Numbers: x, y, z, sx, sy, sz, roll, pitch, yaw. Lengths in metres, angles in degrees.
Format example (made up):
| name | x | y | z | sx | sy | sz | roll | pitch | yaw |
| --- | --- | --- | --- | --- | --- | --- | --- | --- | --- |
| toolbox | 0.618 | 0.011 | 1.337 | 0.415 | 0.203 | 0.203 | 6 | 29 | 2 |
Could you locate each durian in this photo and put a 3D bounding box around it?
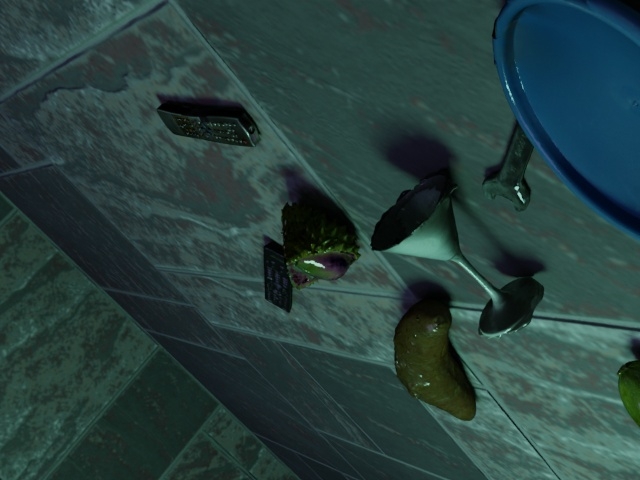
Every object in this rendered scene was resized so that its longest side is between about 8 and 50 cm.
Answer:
| name | x | y | z | sx | sy | sz | roll | pitch | yaw |
| --- | --- | --- | --- | --- | --- | --- | --- | --- | --- |
| durian | 0.004 | 0.001 | 1.153 | 0.108 | 0.119 | 0.186 | -3 | 163 | 4 |

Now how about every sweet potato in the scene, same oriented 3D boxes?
| name | x | y | z | sx | sy | sz | roll | pitch | yaw |
| --- | --- | --- | --- | --- | --- | --- | --- | --- | --- |
| sweet potato | 0.167 | 0.193 | 1.231 | 0.114 | 0.092 | 0.341 | 8 | 146 | 25 |

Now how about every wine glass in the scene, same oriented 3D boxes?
| name | x | y | z | sx | sy | sz | roll | pitch | yaw |
| --- | --- | --- | --- | --- | --- | --- | --- | --- | --- |
| wine glass | 0.157 | 0.025 | 0.901 | 0.183 | 0.122 | 0.122 | 44 | 158 | -15 |

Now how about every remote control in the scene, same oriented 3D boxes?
| name | x | y | z | sx | sy | sz | roll | pitch | yaw |
| --- | --- | --- | --- | --- | --- | --- | --- | --- | --- |
| remote control | -0.075 | 0.072 | 1.468 | 0.063 | 0.025 | 0.245 | 34 | 157 | 12 |
| remote control | -0.163 | -0.167 | 1.148 | 0.212 | 0.028 | 0.059 | 15 | 144 | 45 |

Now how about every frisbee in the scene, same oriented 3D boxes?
| name | x | y | z | sx | sy | sz | roll | pitch | yaw |
| --- | --- | --- | --- | --- | --- | --- | --- | --- | --- |
| frisbee | 0.221 | -0.091 | 0.587 | 0.242 | 0.045 | 0.242 | 50 | 174 | 7 |

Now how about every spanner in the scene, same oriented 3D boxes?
| name | x | y | z | sx | sy | sz | roll | pitch | yaw |
| --- | --- | --- | --- | --- | --- | --- | --- | --- | --- |
| spanner | 0.190 | -0.100 | 0.737 | 0.054 | 0.015 | 0.254 | 34 | 157 | 18 |

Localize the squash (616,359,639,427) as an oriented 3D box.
| name | x | y | z | sx | sy | sz | roll | pitch | yaw |
| --- | --- | --- | --- | --- | --- | --- | --- | --- | --- |
| squash | 0.465 | 0.254 | 0.889 | 0.341 | 0.094 | 0.094 | 44 | 158 | -4 |
